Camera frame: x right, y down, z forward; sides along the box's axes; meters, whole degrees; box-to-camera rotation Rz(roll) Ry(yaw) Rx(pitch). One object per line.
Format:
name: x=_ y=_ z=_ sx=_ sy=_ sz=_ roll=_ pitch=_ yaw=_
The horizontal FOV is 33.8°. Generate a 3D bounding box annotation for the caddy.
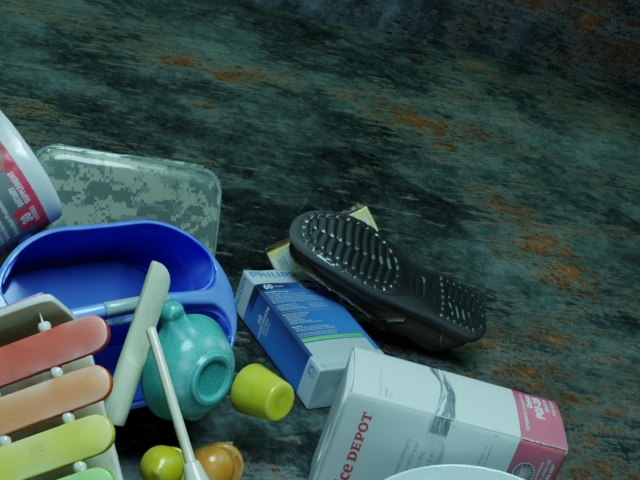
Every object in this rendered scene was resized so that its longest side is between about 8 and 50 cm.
caddy: x=-0.269 y=0.104 z=1.349 sx=0.341 sy=0.179 sz=0.241 roll=-8 pitch=76 yaw=-39

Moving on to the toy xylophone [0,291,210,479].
toy xylophone: x=-0.259 y=0.206 z=1.099 sx=0.323 sy=0.236 sz=0.081 roll=64 pitch=4 yaw=16

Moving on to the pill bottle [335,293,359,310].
pill bottle: x=0.070 y=0.058 z=1.806 sx=0.065 sy=0.116 sz=0.065 roll=14 pitch=28 yaw=-8

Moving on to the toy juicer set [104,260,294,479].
toy juicer set: x=-0.177 y=0.186 z=1.266 sx=0.089 sy=0.209 sz=0.329 roll=17 pitch=-22 yaw=40

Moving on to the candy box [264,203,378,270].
candy box: x=0.000 y=0.000 z=1.796 sx=0.186 sy=0.053 sz=0.109 roll=-27 pitch=6 yaw=-2

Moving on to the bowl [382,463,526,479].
bowl: x=0.158 y=0.399 z=1.173 sx=0.297 sy=0.134 sz=0.298 roll=-2 pitch=33 yaw=1

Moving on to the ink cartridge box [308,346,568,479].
ink cartridge box: x=0.142 y=0.277 z=1.346 sx=0.282 sy=0.207 sz=0.117 roll=16 pitch=26 yaw=-4

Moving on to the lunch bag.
lunch bag: x=-0.317 y=-0.021 z=1.618 sx=0.305 sy=0.213 sz=0.256 roll=6 pitch=-2 yaw=-21

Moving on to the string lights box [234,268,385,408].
string lights box: x=-0.018 y=0.144 z=1.638 sx=0.133 sy=0.077 sz=0.260 roll=-1 pitch=33 yaw=-34

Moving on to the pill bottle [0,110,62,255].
pill bottle: x=-0.505 y=-0.021 z=1.331 sx=0.318 sy=0.176 sz=0.176 roll=-35 pitch=51 yaw=-17

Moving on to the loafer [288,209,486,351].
loafer: x=0.092 y=0.087 z=1.703 sx=0.365 sy=0.130 sz=0.134 roll=32 pitch=42 yaw=-13
